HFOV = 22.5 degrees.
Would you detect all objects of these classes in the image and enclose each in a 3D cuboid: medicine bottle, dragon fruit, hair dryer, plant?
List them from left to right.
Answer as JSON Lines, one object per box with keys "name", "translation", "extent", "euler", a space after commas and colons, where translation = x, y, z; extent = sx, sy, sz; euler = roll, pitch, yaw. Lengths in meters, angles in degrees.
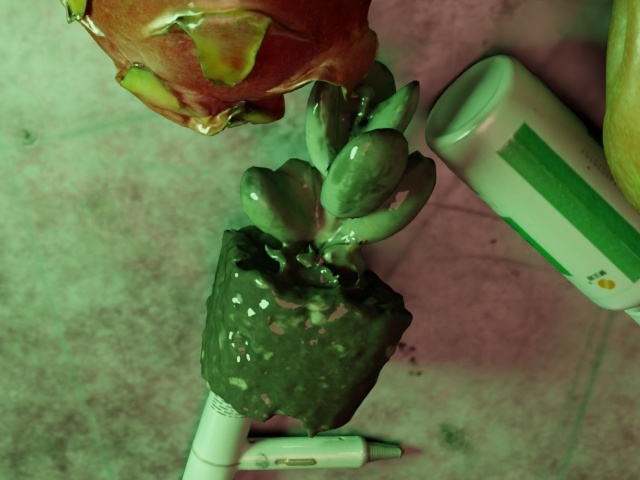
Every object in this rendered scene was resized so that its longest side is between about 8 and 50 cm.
{"name": "dragon fruit", "translation": [-0.056, -0.222, 1.016], "extent": [0.250, 0.250, 0.315], "euler": [14, 97, -12]}
{"name": "hair dryer", "translation": [-0.020, 0.191, 1.335], "extent": [0.183, 0.044, 0.155], "euler": [12, 118, -14]}
{"name": "plant", "translation": [-0.001, 0.000, 1.177], "extent": [0.149, 0.146, 0.274], "euler": [5, 121, -23]}
{"name": "medicine bottle", "translation": [0.195, -0.025, 1.207], "extent": [0.095, 0.095, 0.260], "euler": [-42, 111, 16]}

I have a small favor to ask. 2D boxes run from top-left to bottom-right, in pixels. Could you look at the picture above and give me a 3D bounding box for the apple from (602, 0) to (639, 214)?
{"name": "apple", "translation": [0.322, -0.117, 1.054], "extent": [0.277, 0.319, 0.319], "euler": [11, 118, 15]}
